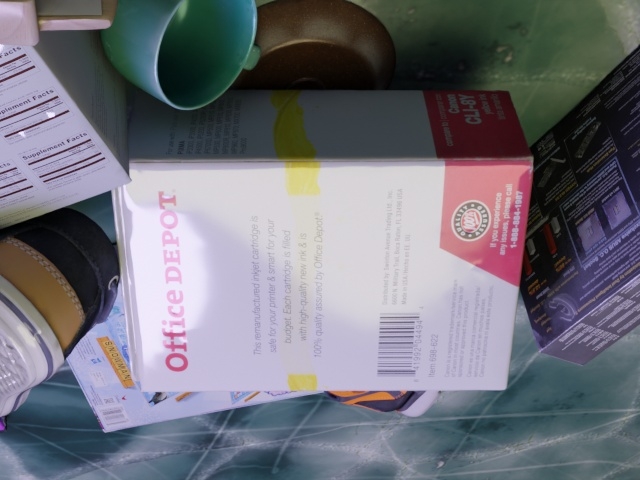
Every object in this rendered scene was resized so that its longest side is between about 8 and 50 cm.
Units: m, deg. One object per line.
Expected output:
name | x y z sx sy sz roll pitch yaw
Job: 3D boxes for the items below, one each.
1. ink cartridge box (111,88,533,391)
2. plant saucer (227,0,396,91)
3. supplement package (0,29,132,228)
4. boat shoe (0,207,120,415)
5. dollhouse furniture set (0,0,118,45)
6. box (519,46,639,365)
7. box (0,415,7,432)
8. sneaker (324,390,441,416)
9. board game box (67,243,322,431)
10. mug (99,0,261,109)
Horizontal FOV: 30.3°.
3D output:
ink cartridge box | 0.000 0.000 1.192 0.384 0.160 0.279 0 124 -2
plant saucer | -0.017 -0.161 1.210 0.198 0.036 0.199 -6 141 -5
supplement package | -0.277 -0.157 1.027 0.149 0.194 0.203 -19 140 10
boat shoe | -0.336 0.072 1.242 0.187 0.156 0.500 48 153 -11
dollhouse furniture set | -0.164 -0.332 0.762 0.198 0.286 0.303 -3 152 -10
box | 0.329 -0.050 1.261 0.076 0.242 0.307 18 133 -31
box | -0.502 0.219 1.577 0.116 0.029 0.162 -12 143 1
sneaker | 0.091 0.096 1.400 0.180 0.125 0.321 8 128 -23
board game box | -0.160 0.112 1.491 0.317 0.066 0.319 -10 142 -1
mug | -0.132 -0.189 1.079 0.129 0.097 0.158 -48 151 -18
